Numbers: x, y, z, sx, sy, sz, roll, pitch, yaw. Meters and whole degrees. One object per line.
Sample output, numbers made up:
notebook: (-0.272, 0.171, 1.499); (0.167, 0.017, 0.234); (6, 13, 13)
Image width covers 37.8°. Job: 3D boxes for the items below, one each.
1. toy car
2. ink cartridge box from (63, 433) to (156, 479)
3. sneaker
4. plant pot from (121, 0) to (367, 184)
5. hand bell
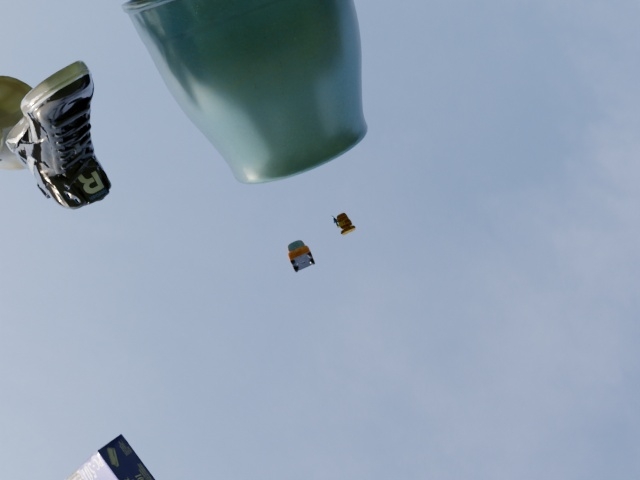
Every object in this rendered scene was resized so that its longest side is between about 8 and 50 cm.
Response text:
toy car: (0.000, 0.000, 1.353); (0.122, 0.060, 0.040); (-31, -112, 14)
ink cartridge box: (-0.309, 0.356, 1.341); (0.046, 0.207, 0.097); (-33, -97, -42)
sneaker: (-0.258, -0.102, 0.993); (0.079, 0.217, 0.121); (-39, -84, -29)
plant pot: (-0.066, -0.216, 1.145); (0.272, 0.271, 0.255); (-21, -71, -1)
hand bell: (-0.428, -0.115, 1.104); (0.126, 0.242, 0.126); (3, -72, 9)
